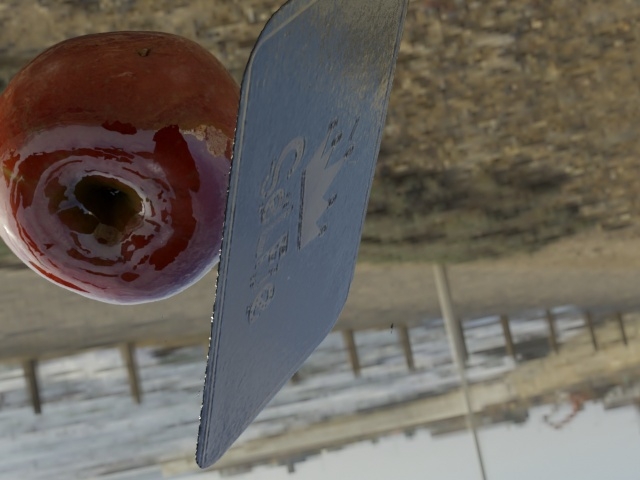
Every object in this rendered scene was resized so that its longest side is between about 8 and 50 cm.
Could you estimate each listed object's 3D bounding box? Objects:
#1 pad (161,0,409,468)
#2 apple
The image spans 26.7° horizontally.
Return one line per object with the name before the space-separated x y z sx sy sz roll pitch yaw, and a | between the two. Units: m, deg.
pad | -0.001 0.000 0.903 0.063 0.375 0.315 24 -140 19
apple | -0.183 -0.077 1.268 0.261 0.260 0.216 -13 -149 13
